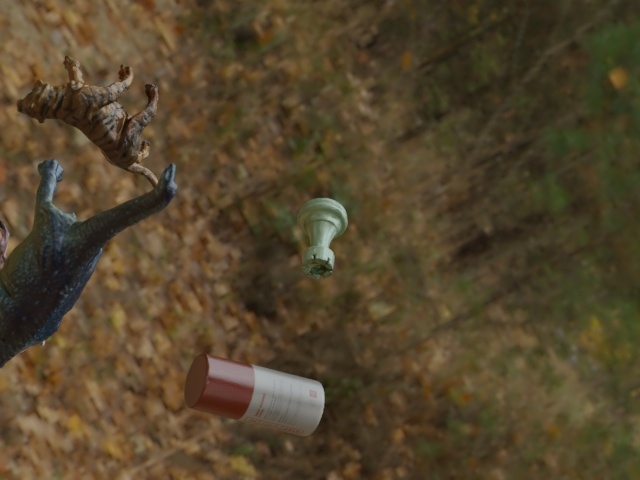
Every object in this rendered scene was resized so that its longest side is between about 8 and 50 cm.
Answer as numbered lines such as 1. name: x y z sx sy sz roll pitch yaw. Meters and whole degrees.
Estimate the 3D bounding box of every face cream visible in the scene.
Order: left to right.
1. face cream: -0.109 0.254 2.323 0.214 0.096 0.096 17 32 -24

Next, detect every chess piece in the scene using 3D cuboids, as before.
1. chess piece: 0.000 0.000 1.852 0.067 0.067 0.103 54 28 -37

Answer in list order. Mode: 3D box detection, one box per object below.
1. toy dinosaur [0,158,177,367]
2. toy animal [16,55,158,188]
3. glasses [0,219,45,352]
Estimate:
1. toy dinosaur: -0.245 0.035 1.221 0.076 0.363 0.147 27 25 -37
2. toy animal: -0.260 -0.133 1.828 0.255 0.114 0.116 48 51 -32
3. glasses: -0.505 0.069 2.137 0.255 0.162 0.095 37 21 24
